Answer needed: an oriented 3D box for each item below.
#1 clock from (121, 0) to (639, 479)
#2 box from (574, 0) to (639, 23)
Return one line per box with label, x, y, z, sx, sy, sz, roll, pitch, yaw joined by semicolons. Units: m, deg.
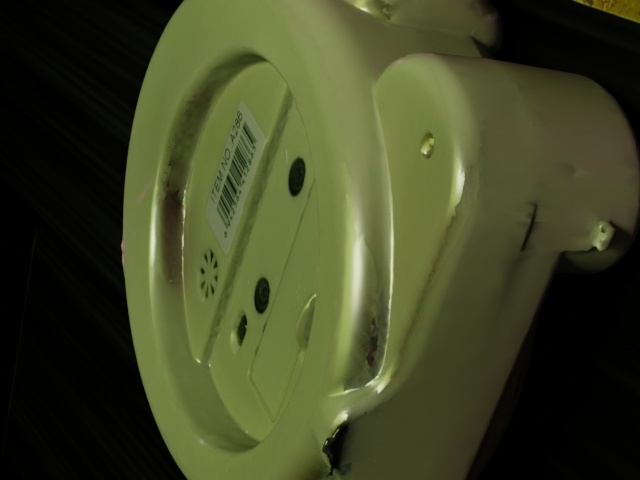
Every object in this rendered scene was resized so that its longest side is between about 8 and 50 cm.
clock;0.000;0.000;0.777;0.309;0.114;0.284;57;137;50
box;0.127;-0.127;0.638;0.156;0.022;0.089;34;115;58
